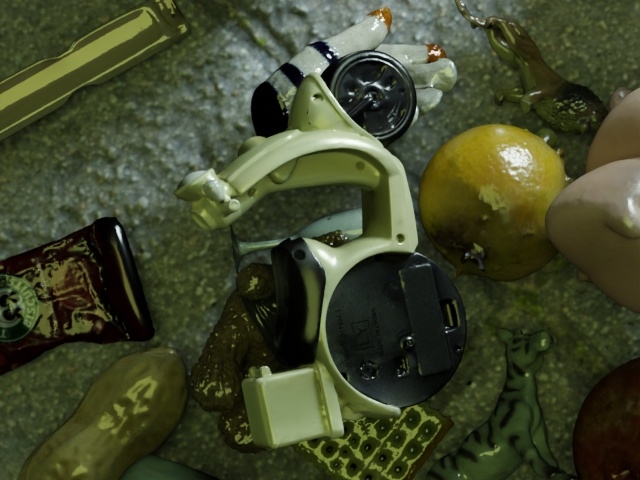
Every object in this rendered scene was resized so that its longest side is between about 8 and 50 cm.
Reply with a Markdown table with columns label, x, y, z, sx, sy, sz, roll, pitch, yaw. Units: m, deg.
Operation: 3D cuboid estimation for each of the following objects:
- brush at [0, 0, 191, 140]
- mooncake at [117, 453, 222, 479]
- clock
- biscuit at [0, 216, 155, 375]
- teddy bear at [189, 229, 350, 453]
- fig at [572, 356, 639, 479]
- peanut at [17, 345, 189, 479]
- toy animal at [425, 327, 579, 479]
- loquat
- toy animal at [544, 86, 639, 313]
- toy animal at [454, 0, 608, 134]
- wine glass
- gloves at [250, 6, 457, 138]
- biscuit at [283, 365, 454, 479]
| label | x | y | z | sx | sy | sz | roll | pitch | yaw |
| --- | --- | --- | --- | --- | --- | --- | --- | --- | --- |
| brush | -0.298 | -0.180 | 1.915 | 0.321 | 0.050 | 0.060 | -30 | 83 | -6 |
| mooncake | -0.167 | 0.408 | 1.725 | 0.194 | 0.356 | 0.356 | 23 | 89 | 7 |
| clock | 0.003 | 0.008 | 1.730 | 0.276 | 0.120 | 0.379 | -15 | 89 | -20 |
| biscuit | -0.311 | 0.065 | 1.892 | 0.235 | 0.063 | 0.151 | -14 | 86 | 5 |
| teddy bear | -0.051 | 0.095 | 1.835 | 0.251 | 0.182 | 0.129 | -44 | 47 | -3 |
| fig | 0.372 | 0.215 | 1.794 | 0.205 | 0.205 | 0.205 | 0 | 87 | 3 |
| peanut | -0.236 | 0.224 | 1.852 | 0.123 | 0.123 | 0.256 | 39 | 92 | 4 |
| toy animal | 0.211 | 0.228 | 1.817 | 0.090 | 0.170 | 0.255 | 36 | 84 | -37 |
| loquat | 0.198 | -0.048 | 1.825 | 0.172 | 0.149 | 0.204 | 44 | 69 | -4 |
| toy animal | 0.352 | -0.034 | 1.748 | 0.210 | 0.229 | 0.221 | 43 | 87 | -4 |
| toy animal | 0.222 | -0.186 | 1.873 | 0.220 | 0.069 | 0.086 | 46 | 69 | -1 |
| wine glass | 0.000 | 0.000 | 1.878 | 0.198 | 0.066 | 0.066 | -7 | 87 | 2 |
| gloves | 0.039 | -0.162 | 1.864 | 0.219 | 0.131 | 0.140 | -22 | 81 | -28 |
| biscuit | 0.019 | 0.188 | 1.891 | 0.231 | 0.016 | 0.139 | 37 | 91 | 5 |
